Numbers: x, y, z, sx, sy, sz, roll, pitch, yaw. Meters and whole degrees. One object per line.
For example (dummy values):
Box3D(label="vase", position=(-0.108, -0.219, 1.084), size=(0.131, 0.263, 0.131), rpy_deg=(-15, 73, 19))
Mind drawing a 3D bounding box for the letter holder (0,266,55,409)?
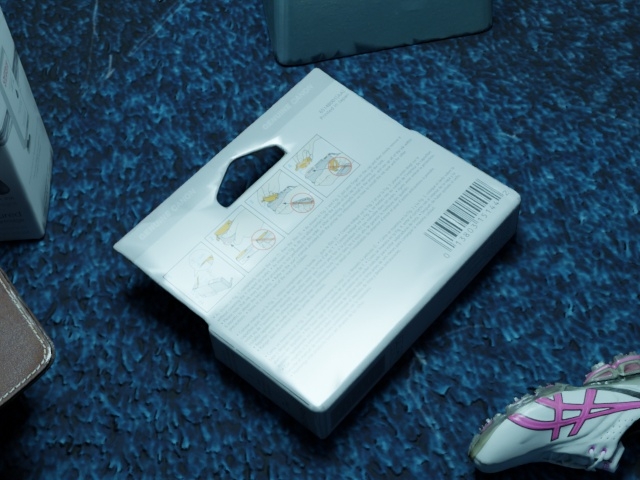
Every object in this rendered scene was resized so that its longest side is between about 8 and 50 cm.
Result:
Box3D(label="letter holder", position=(-0.382, 0.143, 1.028), size=(0.302, 0.152, 0.214), rpy_deg=(-33, 63, -17))

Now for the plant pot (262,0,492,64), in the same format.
Box3D(label="plant pot", position=(0.046, -0.378, 1.287), size=(0.247, 0.252, 0.248), rpy_deg=(-10, 57, -5))

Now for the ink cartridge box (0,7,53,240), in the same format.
Box3D(label="ink cartridge box", position=(-0.383, -0.118, 1.116), size=(0.207, 0.283, 0.117), rpy_deg=(-4, 57, 0))

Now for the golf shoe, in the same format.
Box3D(label="golf shoe", position=(0.218, 0.163, 1.033), size=(0.186, 0.067, 0.086), rpy_deg=(-21, 60, -11))

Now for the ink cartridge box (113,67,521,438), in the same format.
Box3D(label="ink cartridge box", position=(0.000, 0.000, 1.151), size=(0.261, 0.066, 0.296), rpy_deg=(35, 64, 23))
